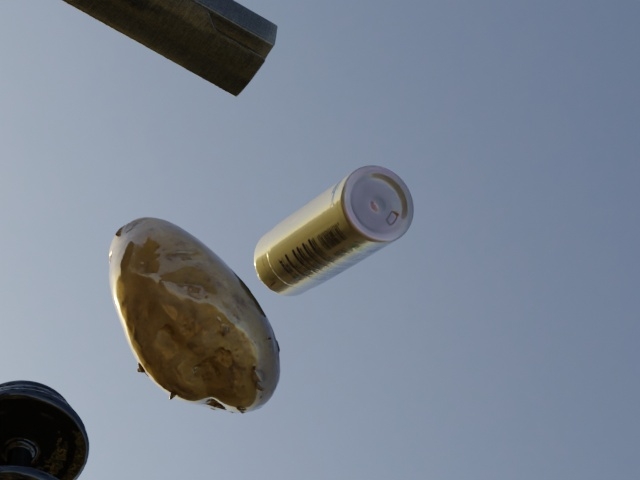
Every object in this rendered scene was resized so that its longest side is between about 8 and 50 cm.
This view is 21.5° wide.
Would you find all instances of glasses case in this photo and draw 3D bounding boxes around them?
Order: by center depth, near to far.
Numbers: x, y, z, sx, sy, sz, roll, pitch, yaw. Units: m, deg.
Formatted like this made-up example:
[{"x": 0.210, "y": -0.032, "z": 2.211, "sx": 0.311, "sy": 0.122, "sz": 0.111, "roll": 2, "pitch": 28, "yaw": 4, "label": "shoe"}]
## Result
[{"x": -0.143, "y": -0.206, "z": 1.497, "sx": 0.205, "sy": 0.047, "sz": 0.071, "roll": 29, "pitch": -53, "yaw": -18, "label": "glasses case"}]

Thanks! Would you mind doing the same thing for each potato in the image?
[{"x": -0.127, "y": 0.070, "z": 1.565, "sx": 0.235, "sy": 0.128, "sz": 0.161, "roll": 51, "pitch": -5, "yaw": 18, "label": "potato"}]

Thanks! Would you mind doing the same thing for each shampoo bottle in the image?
[{"x": 0.000, "y": 0.000, "z": 1.957, "sx": 0.092, "sy": 0.092, "sz": 0.303, "roll": 52, "pitch": -29, "yaw": -3, "label": "shampoo bottle"}]

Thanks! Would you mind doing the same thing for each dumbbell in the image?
[{"x": -0.209, "y": 0.166, "z": 1.158, "sx": 0.099, "sy": 0.208, "sz": 0.099, "roll": -3, "pitch": -57, "yaw": -4, "label": "dumbbell"}]
